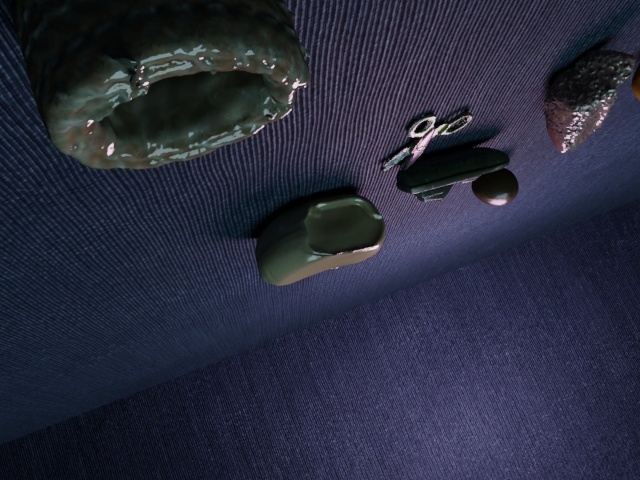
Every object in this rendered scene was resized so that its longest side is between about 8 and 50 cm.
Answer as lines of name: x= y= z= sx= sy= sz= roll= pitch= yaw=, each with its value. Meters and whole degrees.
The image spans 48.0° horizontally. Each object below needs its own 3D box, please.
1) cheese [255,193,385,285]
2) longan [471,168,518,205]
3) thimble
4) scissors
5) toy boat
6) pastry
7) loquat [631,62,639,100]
cheese: x=0.000 y=0.000 z=1.462 sx=0.266 sy=0.127 sz=0.233 roll=-12 pitch=165 yaw=-27
longan: x=0.404 y=-0.127 z=1.674 sx=0.113 sy=0.092 sz=0.113 roll=2 pitch=-158 yaw=-1
thimble: x=-0.137 y=-0.161 z=0.630 sx=0.229 sy=0.148 sz=0.196 roll=-8 pitch=160 yaw=-39
scissors: x=0.179 y=-0.175 z=1.298 sx=0.134 sy=0.020 sz=0.187 roll=-9 pitch=159 yaw=-33
toy boat: x=0.274 y=-0.134 z=1.446 sx=0.261 sy=0.085 sz=0.078 roll=-17 pitch=-159 yaw=-23
pastry: x=0.466 y=-0.245 z=1.307 sx=0.112 sy=0.103 sz=0.265 roll=-37 pitch=162 yaw=-12
loquat: x=0.652 y=-0.310 z=1.341 sx=0.137 sy=0.113 sz=0.137 roll=-37 pitch=157 yaw=-18
